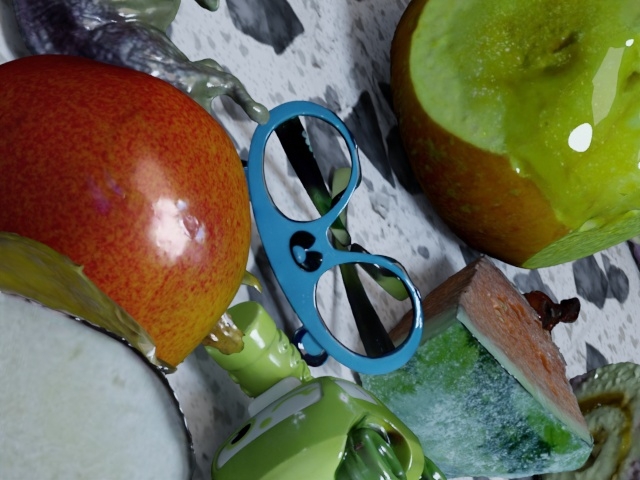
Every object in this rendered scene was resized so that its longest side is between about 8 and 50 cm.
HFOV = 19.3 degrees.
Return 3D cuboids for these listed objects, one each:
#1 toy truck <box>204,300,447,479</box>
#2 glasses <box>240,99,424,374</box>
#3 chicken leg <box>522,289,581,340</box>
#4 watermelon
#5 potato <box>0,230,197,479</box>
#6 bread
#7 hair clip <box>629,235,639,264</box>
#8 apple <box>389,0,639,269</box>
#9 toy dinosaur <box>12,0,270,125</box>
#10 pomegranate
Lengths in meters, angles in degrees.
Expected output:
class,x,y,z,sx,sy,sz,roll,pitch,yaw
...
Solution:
class,x,y,z,sx,sy,sz,roll,pitch,yaw
toy truck,-0.002,0.162,1.407,0.187,0.148,0.210,44,15,-41
glasses,0.031,-0.013,1.611,0.207,0.102,0.239,-29,96,-61
chicken leg,0.216,0.098,1.912,0.089,0.048,0.219,61,29,-19
watermelon,0.148,0.109,1.727,0.193,0.140,0.257,53,22,-17
potato,-0.239,0.099,0.990,0.299,0.196,0.246,22,90,-29
bread,0.364,0.280,1.925,0.338,0.155,0.187,43,41,-39
hair clip,0.428,-0.009,2.351,0.146,0.056,0.187,61,31,2
apple,0.261,-0.155,1.864,0.374,0.374,0.384,59,29,-17
toy dinosaur,-0.140,-0.145,1.399,0.162,0.077,0.294,-16,57,-46
pomegranate,-0.141,0.000,1.185,0.256,0.221,0.221,35,42,-40
